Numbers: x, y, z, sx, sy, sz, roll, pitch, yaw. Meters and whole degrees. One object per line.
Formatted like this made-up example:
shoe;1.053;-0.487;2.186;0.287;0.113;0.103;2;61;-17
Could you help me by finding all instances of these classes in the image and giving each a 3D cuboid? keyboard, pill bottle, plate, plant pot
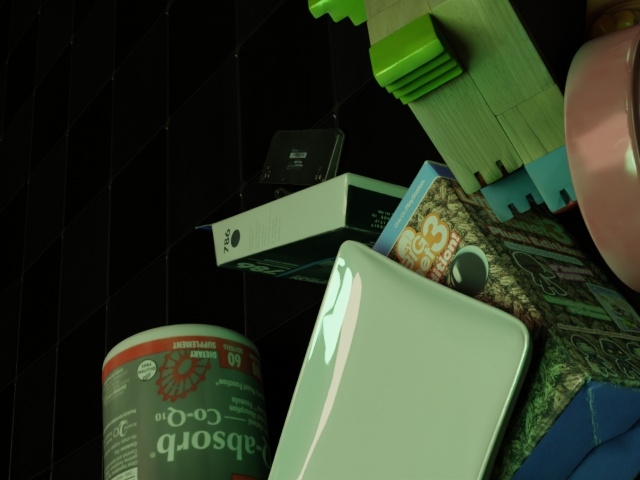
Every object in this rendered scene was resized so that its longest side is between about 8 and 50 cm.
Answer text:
keyboard;-0.028;-0.096;1.415;0.180;0.023;0.108;7;79;59
pill bottle;-0.161;0.305;1.303;0.210;0.210;0.363;-42;47;43
plate;0.061;0.163;0.885;0.277;0.045;0.278;27;102;58
plant pot;0.299;-0.071;0.743;0.180;0.201;0.201;-12;68;39

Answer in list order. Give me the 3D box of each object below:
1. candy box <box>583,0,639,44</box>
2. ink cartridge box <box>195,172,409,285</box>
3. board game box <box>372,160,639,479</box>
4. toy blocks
candy box;0.307;-0.180;0.883;0.186;0.053;0.109;-9;72;58
ink cartridge box;0.000;0.000;1.199;0.332;0.165;0.065;-15;68;56
board game box;0.150;0.112;0.943;0.232;0.141;0.291;-60;36;25
toy blocks;0.139;-0.141;0.884;0.190;0.261;0.381;-29;29;15
